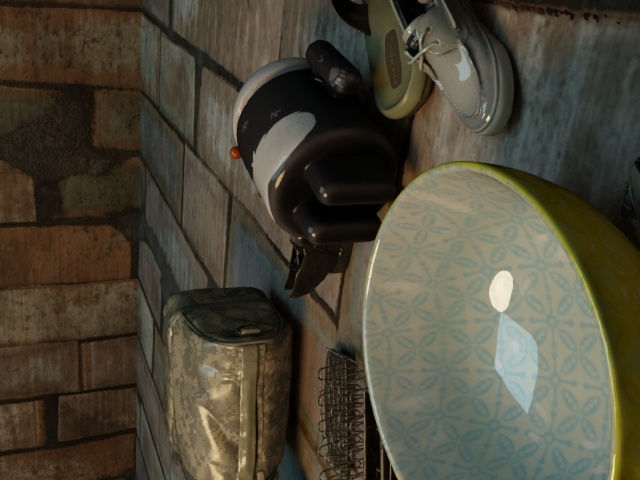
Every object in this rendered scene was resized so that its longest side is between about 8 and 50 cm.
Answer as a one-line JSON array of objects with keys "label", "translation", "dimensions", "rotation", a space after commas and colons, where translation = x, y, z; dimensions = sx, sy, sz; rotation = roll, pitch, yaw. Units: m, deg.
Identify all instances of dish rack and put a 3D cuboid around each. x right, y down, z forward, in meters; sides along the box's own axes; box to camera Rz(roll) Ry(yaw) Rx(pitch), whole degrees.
[{"label": "dish rack", "translation": [0.045, 0.261, 0.909], "dimensions": [0.271, 0.074, 0.209], "rotation": [-165, 73, -65]}]

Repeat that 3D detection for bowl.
[{"label": "bowl", "translation": [0.165, 0.085, 0.513], "dimensions": [0.289, 0.155, 0.290], "rotation": [176, 90, -66]}]

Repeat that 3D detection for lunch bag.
[{"label": "lunch bag", "translation": [-0.153, 0.256, 1.175], "dimensions": [0.256, 0.212, 0.305], "rotation": [-142, 53, -66]}]

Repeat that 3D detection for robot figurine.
[{"label": "robot figurine", "translation": [-0.007, -0.114, 0.859], "dimensions": [0.209, 0.173, 0.278], "rotation": [-40, 45, 12]}]

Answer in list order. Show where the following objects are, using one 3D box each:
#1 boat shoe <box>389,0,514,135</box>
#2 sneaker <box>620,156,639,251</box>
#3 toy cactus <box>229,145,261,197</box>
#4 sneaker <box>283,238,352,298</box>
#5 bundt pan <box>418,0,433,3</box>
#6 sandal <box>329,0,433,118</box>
[{"label": "boat shoe", "translation": [0.115, -0.198, 0.675], "dimensions": [0.079, 0.081, 0.228], "rotation": [123, 138, -53]}, {"label": "sneaker", "translation": [0.248, 0.005, 0.459], "dimensions": [0.058, 0.052, 0.135], "rotation": [98, 163, -47]}, {"label": "toy cactus", "translation": [-0.050, -0.123, 1.055], "dimensions": [0.219, 0.112, 0.181], "rotation": [-53, 55, 44]}, {"label": "sneaker", "translation": [-0.001, -0.001, 0.953], "dimensions": [0.051, 0.089, 0.170], "rotation": [-131, 43, -53]}, {"label": "bundt pan", "translation": [0.145, -0.356, 0.536], "dimensions": [0.331, 0.124, 0.331], "rotation": [176, 90, -67]}, {"label": "sandal", "translation": [0.057, -0.287, 0.786], "dimensions": [0.120, 0.086, 0.303], "rotation": [139, 123, -61]}]
